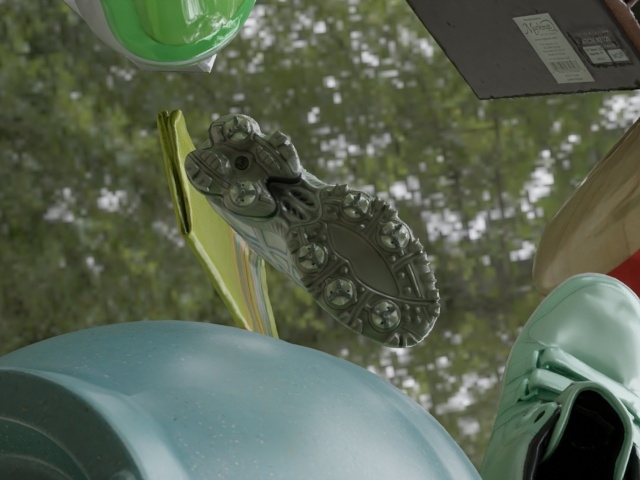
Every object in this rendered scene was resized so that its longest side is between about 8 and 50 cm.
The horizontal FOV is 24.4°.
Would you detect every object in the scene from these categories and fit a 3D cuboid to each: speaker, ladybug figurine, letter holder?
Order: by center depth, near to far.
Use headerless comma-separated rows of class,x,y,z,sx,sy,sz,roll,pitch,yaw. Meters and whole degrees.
speaker,-0.097,-0.199,0.854,0.296,0.131,0.131,97,-19,-77
letter holder,0.248,-0.257,1.350,0.152,0.214,0.302,51,-16,-18
ladybug figurine,0.374,-0.083,1.351,0.162,0.305,0.449,42,-71,5

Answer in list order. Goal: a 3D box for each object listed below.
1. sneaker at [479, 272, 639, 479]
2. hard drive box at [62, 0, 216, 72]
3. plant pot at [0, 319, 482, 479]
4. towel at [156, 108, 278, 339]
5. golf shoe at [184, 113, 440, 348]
sneaker,0.144,0.092,0.764,0.151,0.094,0.256,110,4,-53
hard drive box,-0.165,-0.285,1.317,0.089,0.232,0.181,6,-111,35
plant pot,-0.087,0.157,0.579,0.196,0.293,0.293,37,28,-58
towel,-0.067,0.006,1.056,0.237,0.021,0.102,65,8,-61
golf shoe,0.000,0.000,0.855,0.176,0.069,0.086,43,-12,16
